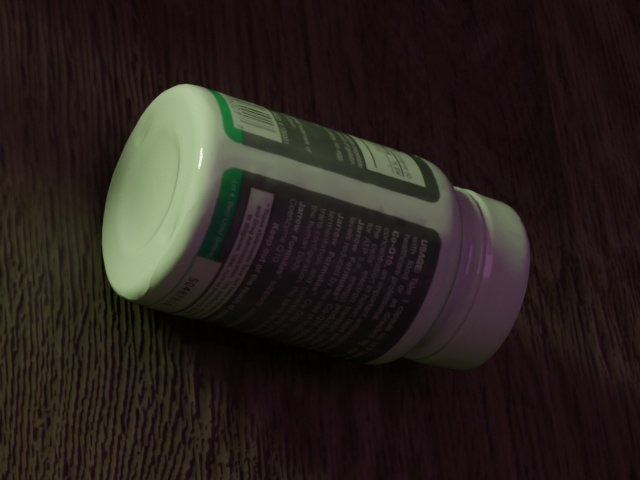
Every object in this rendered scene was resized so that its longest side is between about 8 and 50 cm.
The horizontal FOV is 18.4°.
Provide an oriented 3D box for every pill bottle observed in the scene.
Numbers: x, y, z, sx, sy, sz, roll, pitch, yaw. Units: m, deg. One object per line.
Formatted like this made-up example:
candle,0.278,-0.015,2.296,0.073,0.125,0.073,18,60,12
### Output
pill bottle,0.000,0.000,1.822,0.361,0.204,0.204,17,60,-27
